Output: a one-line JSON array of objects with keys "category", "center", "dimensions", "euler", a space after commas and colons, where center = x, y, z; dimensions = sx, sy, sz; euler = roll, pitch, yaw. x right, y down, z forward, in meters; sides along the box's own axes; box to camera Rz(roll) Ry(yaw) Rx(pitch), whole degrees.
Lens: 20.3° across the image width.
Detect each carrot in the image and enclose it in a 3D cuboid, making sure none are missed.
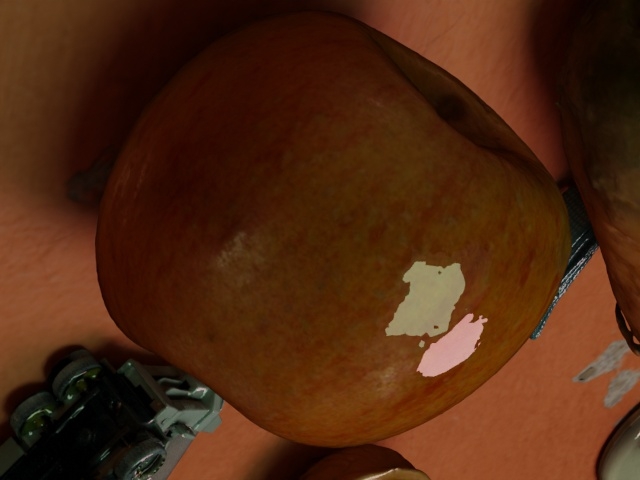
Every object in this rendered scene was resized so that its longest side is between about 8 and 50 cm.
[{"category": "carrot", "center": [0.312, -0.064, 1.416], "dimensions": [0.224, 0.224, 0.341], "euler": [-32, 136, -7]}]

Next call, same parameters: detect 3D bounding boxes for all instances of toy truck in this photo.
[{"category": "toy truck", "center": [-0.192, 0.191, 1.400], "dimensions": [0.256, 0.108, 0.140], "euler": [-45, 157, 6]}]

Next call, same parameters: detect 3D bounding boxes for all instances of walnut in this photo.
[{"category": "walnut", "center": [0.019, 0.258, 1.656], "dimensions": [0.167, 0.087, 0.211], "euler": [1, 128, -31]}]

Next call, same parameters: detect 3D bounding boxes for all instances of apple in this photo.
[{"category": "apple", "center": [0.000, 0.000, 1.184], "dimensions": [0.275, 0.299, 0.299], "euler": [-50, 142, 9]}]

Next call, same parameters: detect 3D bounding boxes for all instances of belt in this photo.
[{"category": "belt", "center": [0.185, 0.031, 1.569], "dimensions": [0.100, 0.065, 0.179], "euler": [-10, 136, -46]}]

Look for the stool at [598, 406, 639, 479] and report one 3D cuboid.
[{"category": "stool", "center": [0.432, 0.274, 1.923], "dimensions": [0.195, 0.199, 0.195], "euler": [-24, 144, -19]}]
